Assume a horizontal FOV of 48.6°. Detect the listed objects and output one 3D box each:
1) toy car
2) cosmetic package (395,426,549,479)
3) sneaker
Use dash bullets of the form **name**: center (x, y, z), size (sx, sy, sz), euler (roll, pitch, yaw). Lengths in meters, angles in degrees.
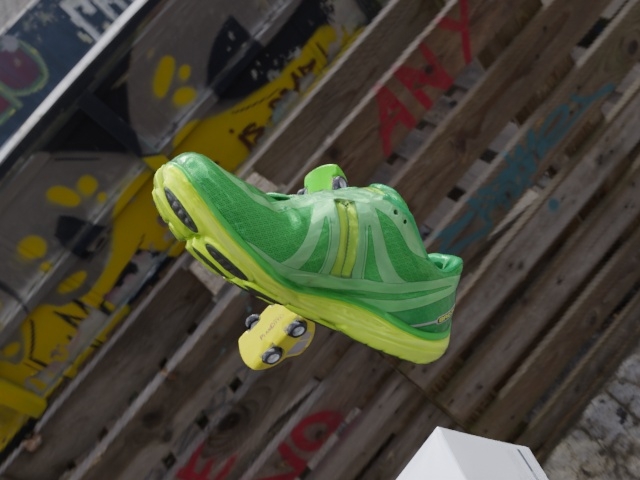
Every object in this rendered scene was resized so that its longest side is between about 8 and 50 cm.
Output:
- **toy car**: center (0.014, 0.023, 0.778), size (0.239, 0.053, 0.225), euler (-18, 59, 34)
- **cosmetic package**: center (0.252, 0.467, 1.238), size (0.224, 0.224, 0.138), euler (-59, 29, 22)
- **sneaker**: center (0.000, 0.000, 0.560), size (0.109, 0.295, 0.123), euler (14, 78, 55)
